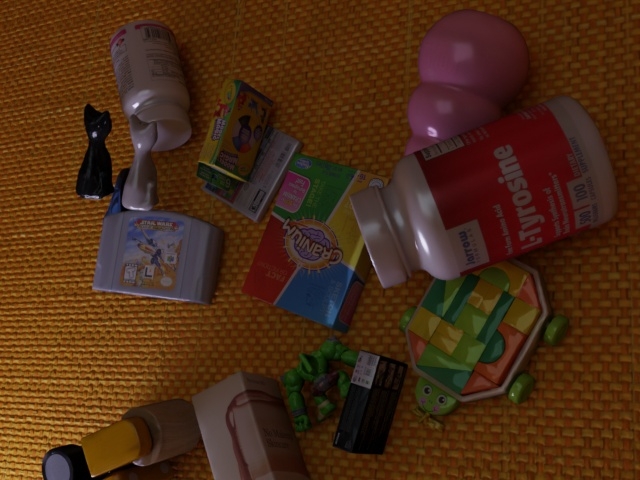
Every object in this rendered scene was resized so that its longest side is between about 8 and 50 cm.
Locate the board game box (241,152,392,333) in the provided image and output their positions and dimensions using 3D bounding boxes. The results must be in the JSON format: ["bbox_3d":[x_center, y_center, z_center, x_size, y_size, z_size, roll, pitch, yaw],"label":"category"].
[{"bbox_3d":[0.000,0.000,1.717,0.242,0.064,0.316,18,85,33],"label":"board game box"}]

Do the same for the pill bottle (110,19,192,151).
[{"bbox_3d":[-0.398,-0.364,1.996,0.160,0.160,0.283,-26,64,21],"label":"pill bottle"}]

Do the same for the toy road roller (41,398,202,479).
[{"bbox_3d":[-0.381,0.488,1.724,0.330,0.202,0.240,-31,75,25],"label":"toy road roller"}]

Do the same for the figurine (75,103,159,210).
[{"bbox_3d":[-0.449,-0.188,1.891,0.215,0.092,0.209,14,110,24],"label":"figurine"}]

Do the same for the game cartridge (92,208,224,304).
[{"bbox_3d":[-0.367,0.030,1.890,0.297,0.062,0.198,5,86,19],"label":"game cartridge"}]

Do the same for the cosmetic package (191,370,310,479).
[{"bbox_3d":[-0.122,0.417,1.617,0.129,0.153,0.296,-31,64,17],"label":"cosmetic package"}]

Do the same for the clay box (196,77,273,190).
[{"bbox_3d":[-0.185,-0.222,1.823,0.053,0.127,0.222,13,84,33],"label":"clay box"}]

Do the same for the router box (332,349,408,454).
[{"bbox_3d":[0.093,0.298,1.536,0.046,0.133,0.178,13,82,32],"label":"router box"}]

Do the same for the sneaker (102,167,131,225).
[{"bbox_3d":[-0.488,-0.072,2.016,0.082,0.069,0.209,-6,74,26],"label":"sneaker"}]

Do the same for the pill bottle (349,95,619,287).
[{"bbox_3d":[0.267,-0.070,1.429,0.408,0.229,0.229,-21,65,5],"label":"pill bottle"}]

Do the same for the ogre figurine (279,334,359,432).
[{"bbox_3d":[0.008,0.265,1.619,0.197,0.097,0.118,-46,70,24],"label":"ogre figurine"}]

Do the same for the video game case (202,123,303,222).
[{"bbox_3d":[-0.154,-0.164,1.879,0.183,0.023,0.201,30,93,33],"label":"video game case"}]

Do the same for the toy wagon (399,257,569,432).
[{"bbox_3d":[0.265,0.185,1.509,0.267,0.068,0.344,31,92,33],"label":"toy wagon"}]

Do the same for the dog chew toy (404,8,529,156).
[{"bbox_3d":[0.255,-0.253,1.572,0.207,0.207,0.331,23,96,33],"label":"dog chew toy"}]
